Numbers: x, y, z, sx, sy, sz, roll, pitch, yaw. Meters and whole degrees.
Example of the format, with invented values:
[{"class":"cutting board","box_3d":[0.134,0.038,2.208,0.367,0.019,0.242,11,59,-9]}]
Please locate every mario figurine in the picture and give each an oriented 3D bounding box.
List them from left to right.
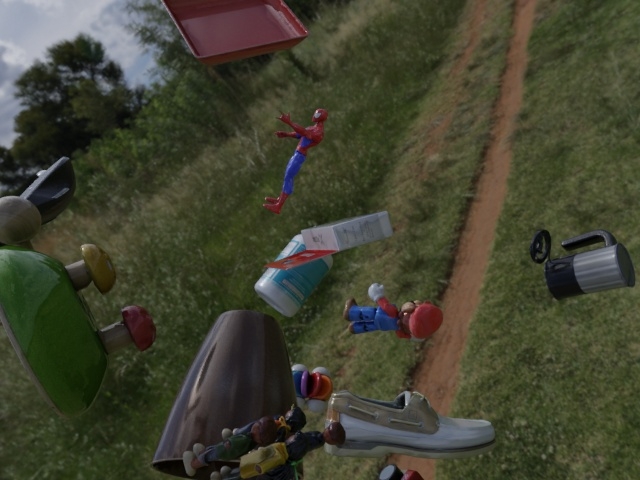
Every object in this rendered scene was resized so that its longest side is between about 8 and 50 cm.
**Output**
[{"class":"mario figurine","box_3d":[0.252,0.244,1.720,0.320,0.198,0.170,-2,71,27]}]

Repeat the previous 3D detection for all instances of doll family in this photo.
[{"class":"doll family","box_3d":[-0.046,0.212,0.535,0.111,0.076,0.193,-28,-11,12]}]

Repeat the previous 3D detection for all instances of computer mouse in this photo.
[{"class":"computer mouse","box_3d":[-0.474,-0.021,0.808,0.184,0.060,0.262,-33,29,18]}]

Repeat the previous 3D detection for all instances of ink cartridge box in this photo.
[{"class":"ink cartridge box","box_3d":[0.000,0.000,1.253,0.261,0.066,0.296,-17,3,-16]}]

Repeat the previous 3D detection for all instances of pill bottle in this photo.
[{"class":"pill bottle","box_3d":[-0.062,0.084,1.523,0.264,0.146,0.146,-51,19,-16]}]

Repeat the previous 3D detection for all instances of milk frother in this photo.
[{"class":"milk frother","box_3d":[0.482,0.035,0.958,0.134,0.143,0.129,-22,64,43]}]

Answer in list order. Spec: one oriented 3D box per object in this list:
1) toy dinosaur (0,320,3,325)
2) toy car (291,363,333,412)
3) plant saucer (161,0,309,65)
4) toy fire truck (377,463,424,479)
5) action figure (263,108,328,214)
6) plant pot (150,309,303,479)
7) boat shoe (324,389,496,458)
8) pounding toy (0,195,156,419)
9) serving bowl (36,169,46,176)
[{"class":"toy dinosaur","box_3d":[-0.648,0.178,1.157,0.112,0.064,0.211,-42,-11,-5]},{"class":"toy car","box_3d":[-0.043,0.517,1.828,0.136,0.182,0.159,97,-179,-58]},{"class":"plant saucer","box_3d":[-0.194,-0.486,1.154,0.259,0.258,0.048,-19,-33,-20]},{"class":"toy fire truck","box_3d":[0.200,0.616,1.092,0.217,0.158,0.246,-40,4,-31]},{"class":"action figure","box_3d":[-0.088,-0.219,1.281,0.280,0.139,0.091,-56,15,17]},{"class":"plant pot","box_3d":[-0.125,0.233,0.787,0.215,0.215,0.230,-27,47,38]},{"class":"boat shoe","box_3d":[0.158,0.314,0.890,0.113,0.302,0.103,126,146,-75]},{"class":"pounding toy","box_3d":[-0.253,0.058,0.539,0.110,0.183,0.237,-25,45,-21]},{"class":"serving bowl","box_3d":[-0.653,-0.147,1.267,0.027,0.083,0.083,-53,19,-9]}]
